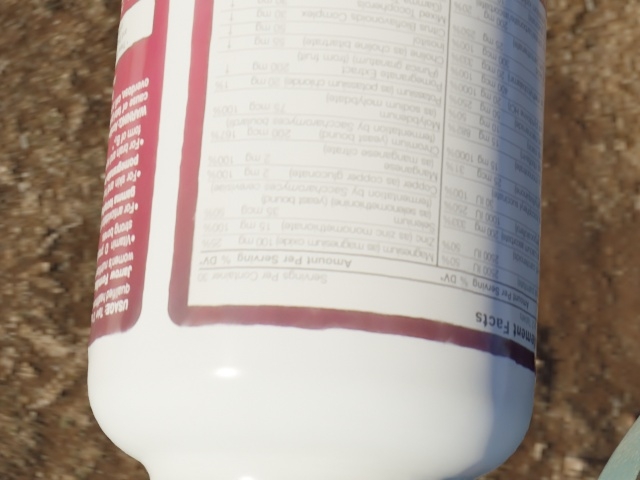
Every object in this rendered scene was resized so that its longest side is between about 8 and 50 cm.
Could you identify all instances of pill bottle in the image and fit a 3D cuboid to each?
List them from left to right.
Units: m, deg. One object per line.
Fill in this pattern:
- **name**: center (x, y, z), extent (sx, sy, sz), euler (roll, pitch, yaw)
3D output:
- **pill bottle**: center (0.000, 0.000, 0.454), extent (0.121, 0.121, 0.221), euler (11, 75, -30)

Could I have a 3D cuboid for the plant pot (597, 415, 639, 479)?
- **plant pot**: center (0.239, 0.126, 0.670), extent (0.252, 0.247, 0.248), euler (-35, 80, -13)
